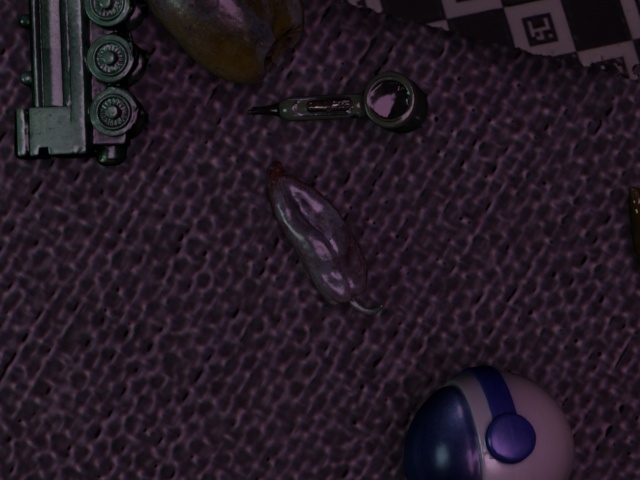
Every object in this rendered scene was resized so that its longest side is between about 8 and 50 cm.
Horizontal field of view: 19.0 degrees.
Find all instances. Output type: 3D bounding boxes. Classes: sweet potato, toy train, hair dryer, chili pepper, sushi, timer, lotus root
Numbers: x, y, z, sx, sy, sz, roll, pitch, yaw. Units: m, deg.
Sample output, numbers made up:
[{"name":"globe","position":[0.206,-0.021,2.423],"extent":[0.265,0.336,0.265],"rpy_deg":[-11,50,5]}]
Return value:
[{"name":"sweet potato","position":[0.295,0.025,1.629],"extent":[0.041,0.038,0.153],"rpy_deg":[-28,94,17]},{"name":"toy train","position":[-0.197,-0.145,1.566],"extent":[0.111,0.071,0.170],"rpy_deg":[-2,89,1]},{"name":"hair dryer","position":[0.012,-0.109,1.596],"extent":[0.150,0.071,0.047],"rpy_deg":[-4,86,11]},{"name":"chili pepper","position":[0.001,0.000,1.597],"extent":[0.050,0.041,0.153],"rpy_deg":[-31,93,-48]},{"name":"sushi","position":[0.164,-0.272,1.613],"extent":[0.290,0.050,0.264],"rpy_deg":[12,74,-3]},{"name":"timer","position":[0.153,0.290,1.528],"extent":[0.270,0.270,0.384],"rpy_deg":[-9,76,-6]},{"name":"lotus root","position":[-0.094,-0.218,1.567],"extent":[0.192,0.088,0.113],"rpy_deg":[49,62,-4]}]
